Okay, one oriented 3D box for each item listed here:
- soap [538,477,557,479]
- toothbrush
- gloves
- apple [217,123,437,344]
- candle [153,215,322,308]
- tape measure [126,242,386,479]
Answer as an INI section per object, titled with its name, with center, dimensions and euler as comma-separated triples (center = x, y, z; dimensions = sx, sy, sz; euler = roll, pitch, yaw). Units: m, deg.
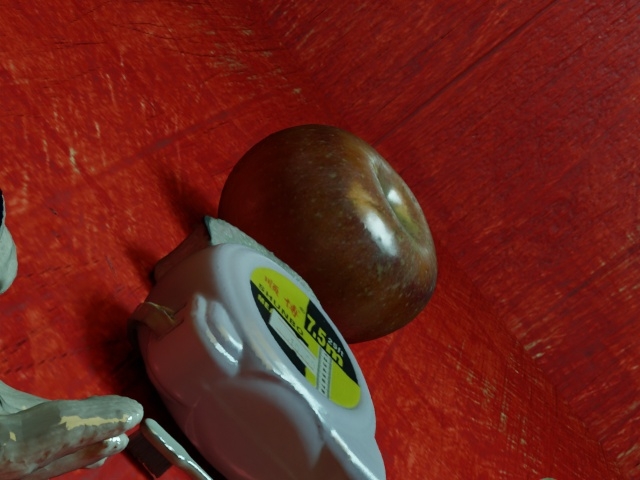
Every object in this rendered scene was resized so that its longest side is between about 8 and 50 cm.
[soap]
center = 0.282, 0.367, 1.845
dimensions = 0.173, 0.089, 0.274
euler = 38, 16, -54
[toothbrush]
center = -0.025, 0.203, 1.170
dimensions = 0.263, 0.026, 0.022
euler = 49, 16, -16
[gloves]
center = -0.165, 0.052, 0.848
dimensions = 0.140, 0.131, 0.218
euler = 52, -22, 25
[apple]
center = 0.000, 0.000, 1.689
dimensions = 0.201, 0.162, 0.201
euler = 52, 19, -26
[candle]
center = -0.042, 0.066, 1.486
dimensions = 0.192, 0.068, 0.168
euler = 53, 12, -4
[tape measure]
center = -0.043, 0.097, 1.284
dimensions = 0.196, 0.105, 0.178
euler = 48, 17, -12
